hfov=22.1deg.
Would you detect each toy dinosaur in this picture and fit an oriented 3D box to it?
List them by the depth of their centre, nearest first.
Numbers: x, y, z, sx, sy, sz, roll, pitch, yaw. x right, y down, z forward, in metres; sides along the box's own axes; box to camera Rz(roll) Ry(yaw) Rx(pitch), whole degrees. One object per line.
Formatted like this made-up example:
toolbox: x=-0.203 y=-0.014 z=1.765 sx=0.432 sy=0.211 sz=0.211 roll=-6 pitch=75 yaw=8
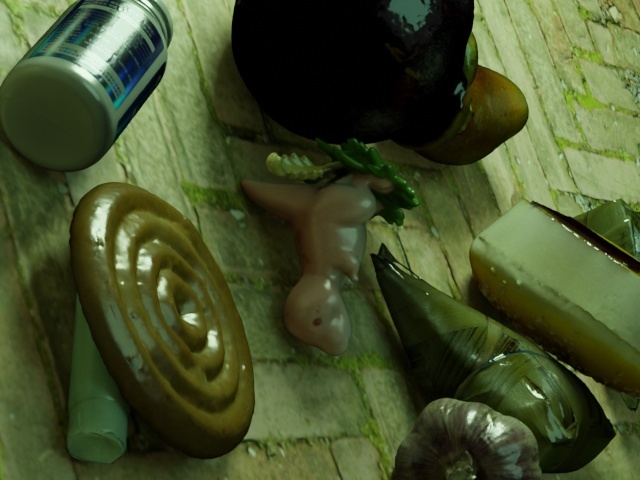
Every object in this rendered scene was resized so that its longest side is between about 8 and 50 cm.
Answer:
toy dinosaur: x=-0.003 y=0.000 z=1.631 sx=0.177 sy=0.152 sz=0.194 roll=-41 pitch=95 yaw=-17

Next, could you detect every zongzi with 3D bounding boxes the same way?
zongzi: x=0.185 y=0.131 z=1.798 sx=0.289 sy=0.123 sz=0.260 roll=53 pitch=17 yaw=19
zongzi: x=0.444 y=0.097 z=2.152 sx=0.251 sy=0.125 sz=0.274 roll=8 pitch=63 yaw=-44

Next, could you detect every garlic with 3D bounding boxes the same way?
garlic: x=0.146 y=0.231 z=1.618 sx=0.159 sy=0.147 sz=0.102 roll=51 pitch=19 yaw=14

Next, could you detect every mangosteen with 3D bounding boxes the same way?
mangosteen: x=0.057 y=-0.207 z=1.699 sx=0.302 sy=0.275 sz=0.275 roll=39 pitch=39 yaw=-32

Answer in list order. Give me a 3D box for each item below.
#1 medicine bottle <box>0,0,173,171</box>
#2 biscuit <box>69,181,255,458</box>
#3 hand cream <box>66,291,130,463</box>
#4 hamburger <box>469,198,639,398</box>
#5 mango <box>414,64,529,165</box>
medicine bottle: x=-0.199 y=-0.150 z=1.440 sx=0.107 sy=0.107 sz=0.191 roll=51 pitch=34 yaw=-18
biscuit: x=-0.126 y=0.064 z=1.403 sx=0.262 sy=0.037 sz=0.262 roll=53 pitch=21 yaw=-31
hand cream: x=-0.180 y=0.088 z=1.357 sx=0.078 sy=0.050 sz=0.205 roll=38 pitch=36 yaw=-36
hamburger: x=0.297 y=0.071 z=1.846 sx=0.227 sy=0.151 sz=0.295 roll=26 pitch=13 yaw=-45
mango: x=0.158 y=-0.152 z=1.937 sx=0.267 sy=0.111 sz=0.133 roll=-2 pitch=53 yaw=-54
